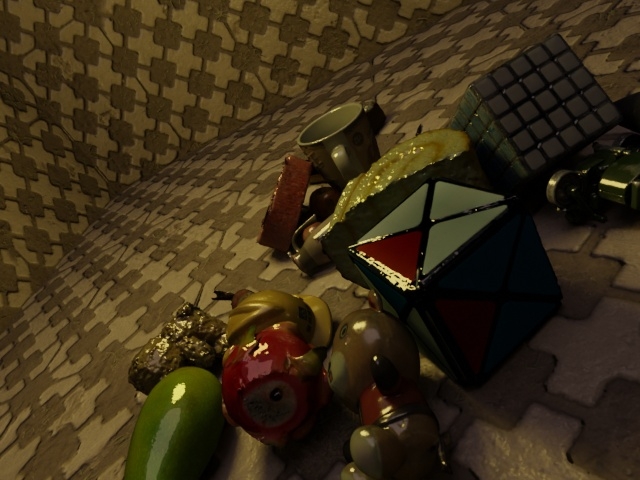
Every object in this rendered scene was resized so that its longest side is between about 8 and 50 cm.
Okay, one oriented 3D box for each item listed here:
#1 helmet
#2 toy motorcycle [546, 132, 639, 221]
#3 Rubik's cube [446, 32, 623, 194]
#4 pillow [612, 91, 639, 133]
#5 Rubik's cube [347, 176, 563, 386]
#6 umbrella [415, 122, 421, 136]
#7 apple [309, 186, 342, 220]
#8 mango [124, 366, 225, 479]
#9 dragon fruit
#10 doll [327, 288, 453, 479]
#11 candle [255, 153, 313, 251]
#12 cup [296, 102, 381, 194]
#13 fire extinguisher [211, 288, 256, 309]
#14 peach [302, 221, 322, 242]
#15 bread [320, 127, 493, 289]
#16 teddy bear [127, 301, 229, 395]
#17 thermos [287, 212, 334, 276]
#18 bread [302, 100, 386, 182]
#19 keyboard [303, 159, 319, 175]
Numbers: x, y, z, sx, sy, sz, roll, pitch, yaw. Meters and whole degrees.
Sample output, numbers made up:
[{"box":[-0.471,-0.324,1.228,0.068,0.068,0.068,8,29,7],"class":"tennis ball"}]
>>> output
[{"box":[-0.117,0.189,1.137,0.256,0.140,0.205,-19,52,19],"class":"helmet"},{"box":[0.592,-0.115,0.972,0.275,0.127,0.205,-31,28,-10],"class":"toy motorcycle"},{"box":[0.454,-0.261,1.127,0.238,0.237,0.237,-33,-9,-4],"class":"Rubik's cube"},{"box":[0.725,-0.264,1.024,0.249,0.106,0.186,-9,23,-8],"class":"pillow"},{"box":[0.234,0.062,0.913,0.248,0.246,0.250,-37,27,-10],"class":"Rubik's cube"},{"box":[0.343,-0.381,1.774,0.022,0.013,0.122,-37,19,45],"class":"umbrella"},{"box":[0.019,-0.115,1.585,0.099,0.102,0.114,-43,30,-22],"class":"apple"},{"box":[-0.291,0.401,1.020,0.192,0.156,0.343,-31,30,24],"class":"mango"},{"box":[-0.085,0.267,0.974,0.224,0.224,0.227,-30,16,6],"class":"dragon fruit"},{"box":[0.104,0.248,0.826,0.174,0.235,0.330,-4,38,-6],"class":"doll"},{"box":[-0.094,-0.132,1.595,0.317,0.131,0.287,-86,14,-60],"class":"candle"},{"box":[0.090,-0.246,1.556,0.227,0.257,0.301,-29,26,13],"class":"cup"},{"box":[-0.203,0.165,1.361,0.252,0.106,0.075,15,73,54],"class":"fire extinguisher"},{"box":[-0.014,-0.015,1.481,0.083,0.083,0.083,-25,28,15],"class":"peach"},{"box":[0.202,-0.082,1.206,0.395,0.239,0.264,-26,25,19],"class":"bread"},{"box":[-0.364,0.285,1.289,0.267,0.156,0.256,0,43,44],"class":"teddy bear"},{"box":[0.000,0.000,1.399,0.193,0.137,0.105,-39,-14,3],"class":"thermos"},{"box":[0.082,-0.378,1.937,0.165,0.113,0.416,-3,41,47],"class":"bread"},{"box":[0.081,-0.280,1.750,0.381,0.041,0.103,-21,-20,-23],"class":"keyboard"}]
